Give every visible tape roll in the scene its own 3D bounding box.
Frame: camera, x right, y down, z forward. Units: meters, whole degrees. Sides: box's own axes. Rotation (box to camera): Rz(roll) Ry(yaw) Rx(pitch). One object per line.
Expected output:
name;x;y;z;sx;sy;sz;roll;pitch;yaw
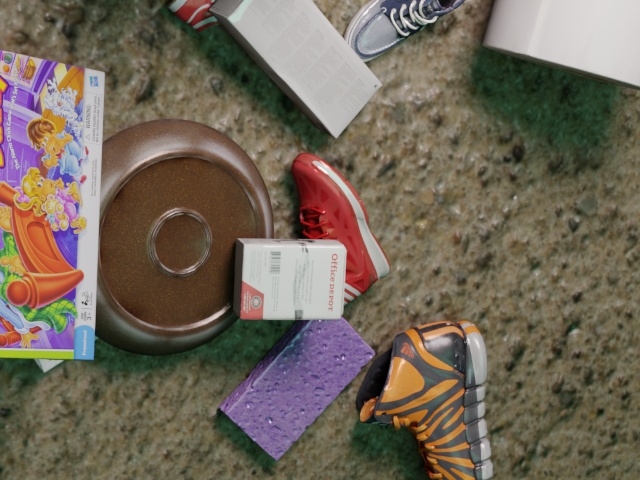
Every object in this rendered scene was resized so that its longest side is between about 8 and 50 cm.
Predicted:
tape roll;0.353;-0.306;1.759;0.246;0.246;0.169;11;100;-25

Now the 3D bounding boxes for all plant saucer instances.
plant saucer;-0.186;0.001;1.696;0.310;0.050;0.311;-6;101;-30

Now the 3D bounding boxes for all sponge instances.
sponge;-0.031;0.194;1.847;0.210;0.031;0.117;-47;117;-6

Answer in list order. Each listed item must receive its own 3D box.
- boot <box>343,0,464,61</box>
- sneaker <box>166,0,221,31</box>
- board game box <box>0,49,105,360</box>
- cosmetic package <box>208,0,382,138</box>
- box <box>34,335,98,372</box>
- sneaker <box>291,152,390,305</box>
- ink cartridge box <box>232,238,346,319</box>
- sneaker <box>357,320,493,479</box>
boot;0.116;-0.302;1.746;0.190;0.086;0.069;-43;116;-7
sneaker;-0.131;-0.316;1.663;0.118;0.042;0.067;-46;112;3
board game box;-0.368;-0.038;1.515;0.233;0.078;0.347;6;83;-47
cosmetic package;-0.029;-0.245;1.693;0.099;0.060;0.239;-48;127;-5
box;-0.338;0.052;1.675;0.145;0.038;0.186;-34;115;-13
sneaker;0.000;0.000;1.768;0.128;0.087;0.221;-43;115;-21
ink cartridge box;-0.041;0.049;1.710;0.135;0.056;0.099;1;99;-15
sneaker;0.143;0.277;1.906;0.180;0.124;0.321;-6;95;-17
